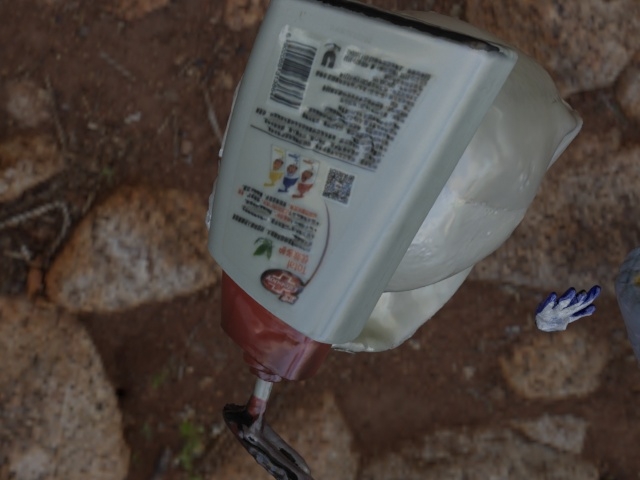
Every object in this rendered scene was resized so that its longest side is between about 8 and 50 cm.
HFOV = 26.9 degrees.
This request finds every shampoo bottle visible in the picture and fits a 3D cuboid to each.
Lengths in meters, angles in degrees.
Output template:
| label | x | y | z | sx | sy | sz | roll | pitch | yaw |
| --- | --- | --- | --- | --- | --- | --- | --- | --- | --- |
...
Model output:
| label | x | y | z | sx | sy | sz | roll | pitch | yaw |
| --- | --- | --- | --- | --- | --- | --- | --- | --- | --- |
| shampoo bottle | 0.000 | 0.000 | 0.790 | 0.153 | 0.071 | 0.284 | 24 | 106 | 28 |

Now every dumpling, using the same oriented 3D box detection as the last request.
| label | x | y | z | sx | sy | sz | roll | pitch | yaw |
| --- | --- | --- | --- | --- | --- | --- | --- | --- | --- |
| dumpling | 0.059 | -0.040 | 0.992 | 0.181 | 0.341 | 0.260 | 29 | 102 | 14 |

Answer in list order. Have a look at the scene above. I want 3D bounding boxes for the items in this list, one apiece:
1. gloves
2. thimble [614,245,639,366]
| label | x | y | z | sx | sy | sz | roll | pitch | yaw |
| --- | --- | --- | --- | --- | --- | --- | --- | --- | --- |
| gloves | 0.269 | 0.071 | 1.457 | 0.064 | 0.026 | 0.086 | -2 | 150 | -15 |
| thimble | 0.330 | 0.064 | 1.112 | 0.151 | 0.127 | 0.118 | 3 | 130 | 39 |
